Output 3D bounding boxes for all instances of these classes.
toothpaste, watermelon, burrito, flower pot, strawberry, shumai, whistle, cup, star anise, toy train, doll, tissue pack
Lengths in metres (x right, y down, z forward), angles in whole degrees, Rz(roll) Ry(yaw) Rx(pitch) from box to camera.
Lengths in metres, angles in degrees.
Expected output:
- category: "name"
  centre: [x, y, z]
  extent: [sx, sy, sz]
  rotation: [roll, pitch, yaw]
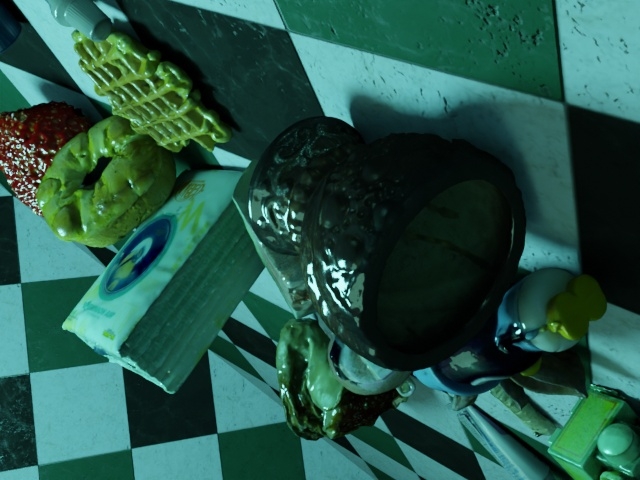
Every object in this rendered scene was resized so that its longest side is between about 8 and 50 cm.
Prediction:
- category: "toothpaste"
  centre: [0.400, 0.451, 1.735]
  extent: [0.299, 0.073, 0.114]
  rotation: [42, 162, 6]
- category: "watermelon"
  centre: [0.000, 0.000, 1.295]
  extent: [0.310, 0.193, 0.232]
  rotation: [64, 169, -29]
- category: "burrito"
  centre: [0.363, 0.302, 1.480]
  extent: [0.185, 0.041, 0.045]
  rotation: [41, -158, -15]
- category: "flower pot"
  centre: [0.060, -0.019, 0.949]
  extent: [0.267, 0.266, 0.267]
  rotation: [32, 163, 44]
- category: "strawberry"
  centre: [-0.568, -0.160, 1.669]
  extent: [0.261, 0.257, 0.261]
  rotation: [171, 90, -82]
- category: "shumai"
  centre: [0.076, 0.320, 1.835]
  extent: [0.288, 0.292, 0.330]
  rotation: [-15, 146, 19]
- category: "whistle"
  centre: [0.059, 0.150, 1.494]
  extent: [0.348, 0.189, 0.189]
  rotation: [51, 161, 2]
- category: "cup"
  centre: [-0.639, -0.414, 1.439]
  extent: [0.150, 0.113, 0.138]
  rotation: [20, 153, 36]
- category: "toothpaste"
  centre: [-0.420, -0.393, 1.203]
  extent: [0.282, 0.068, 0.099]
  rotation: [42, 133, 15]
- category: "star anise"
  centre: [0.263, 0.167, 1.227]
  extent: [0.257, 0.110, 0.199]
  rotation: [-24, 93, 51]
- category: "toy train"
  centre: [0.485, 0.356, 1.217]
  extent: [0.272, 0.159, 0.188]
  rotation: [46, 165, -27]
- category: "doll"
  centre: [0.224, 0.122, 1.043]
  extent: [0.141, 0.177, 0.314]
  rotation: [58, 146, -1]
- category: "tissue pack"
  centre: [-0.255, 0.057, 1.445]
  extent: [0.162, 0.388, 0.287]
  rotation: [46, 159, -30]

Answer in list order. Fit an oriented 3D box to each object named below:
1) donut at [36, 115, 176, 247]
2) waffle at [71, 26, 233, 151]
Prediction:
- category: "donut"
  centre: [-0.396, -0.111, 1.490]
  extent: [0.209, 0.261, 0.128]
  rotation: [61, -172, 31]
- category: "waffle"
  centre: [-0.283, -0.238, 1.313]
  extent: [0.300, 0.058, 0.282]
  rotation: [21, 157, 39]
